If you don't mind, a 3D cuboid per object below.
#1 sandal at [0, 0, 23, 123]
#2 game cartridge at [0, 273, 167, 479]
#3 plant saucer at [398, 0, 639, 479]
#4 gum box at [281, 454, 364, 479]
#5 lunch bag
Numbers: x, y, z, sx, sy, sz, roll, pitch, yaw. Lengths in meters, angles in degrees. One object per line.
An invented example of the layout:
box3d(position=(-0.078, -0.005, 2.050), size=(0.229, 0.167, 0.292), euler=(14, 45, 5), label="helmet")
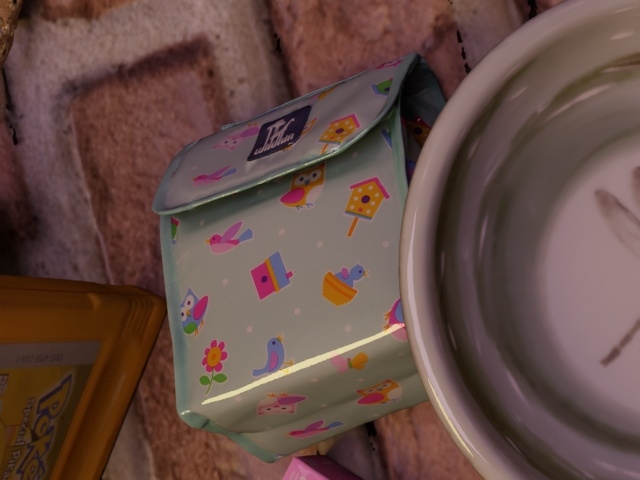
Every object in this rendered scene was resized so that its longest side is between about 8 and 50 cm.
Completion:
box3d(position=(-0.282, -0.218, 1.607), size=(0.079, 0.088, 0.240), euler=(-25, 72, 26), label="sandal")
box3d(position=(-0.242, 0.163, 1.432), size=(0.053, 0.324, 0.285), euler=(24, 96, 22), label="game cartridge")
box3d(position=(0.246, 0.025, 1.312), size=(0.401, 0.100, 0.400), euler=(1, 81, -5), label="plant saucer")
box3d(position=(-0.009, 0.270, 1.467), size=(0.107, 0.062, 0.188), euler=(30, 98, 22), label="gum box")
box3d(position=(0.000, 0.000, 1.436), size=(0.223, 0.160, 0.262), euler=(-22, 60, 24), label="lunch bag")
